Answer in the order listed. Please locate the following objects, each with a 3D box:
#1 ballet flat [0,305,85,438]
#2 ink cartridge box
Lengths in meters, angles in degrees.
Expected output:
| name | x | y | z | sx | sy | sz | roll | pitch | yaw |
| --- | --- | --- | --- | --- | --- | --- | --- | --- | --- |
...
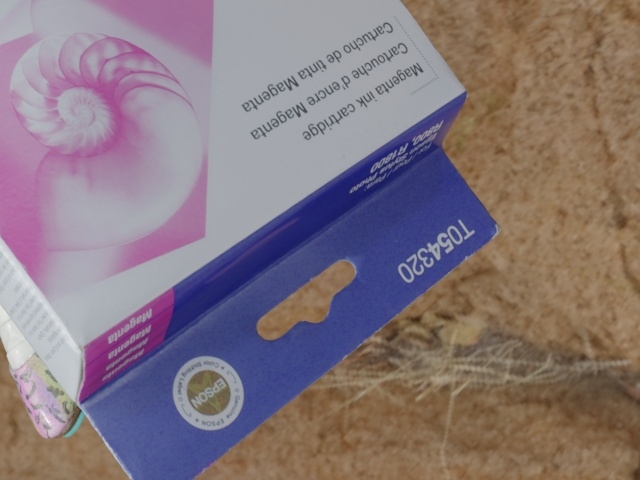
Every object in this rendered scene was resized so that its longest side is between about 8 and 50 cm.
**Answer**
| name | x | y | z | sx | sy | sz | roll | pitch | yaw |
| --- | --- | --- | --- | --- | --- | --- | --- | --- | --- |
| ballet flat | -0.181 | 0.028 | 0.792 | 0.079 | 0.221 | 0.077 | 34 | 138 | -30 |
| ink cartridge box | -0.066 | -0.071 | 0.688 | 0.330 | 0.324 | 0.071 | 53 | 147 | 2 |
